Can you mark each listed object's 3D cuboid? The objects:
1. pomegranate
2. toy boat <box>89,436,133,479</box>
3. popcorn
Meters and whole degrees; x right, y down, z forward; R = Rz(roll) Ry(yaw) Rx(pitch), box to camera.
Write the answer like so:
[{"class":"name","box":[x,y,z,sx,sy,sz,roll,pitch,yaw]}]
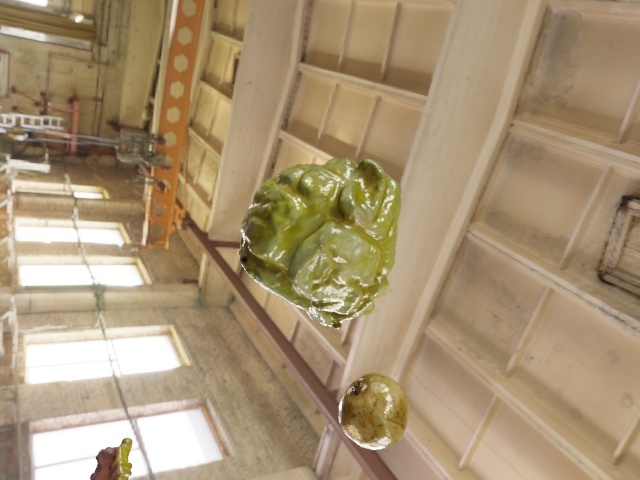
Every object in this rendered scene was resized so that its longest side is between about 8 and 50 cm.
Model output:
[{"class":"pomegranate","box":[0.151,0.493,1.557,0.215,0.215,0.215,-4,-95,58]},{"class":"toy boat","box":[-0.249,0.410,0.648,0.141,0.099,0.318,-9,-88,42]},{"class":"popcorn","box":[0.001,-0.001,0.605,0.185,0.187,0.167,20,-110,23]}]
